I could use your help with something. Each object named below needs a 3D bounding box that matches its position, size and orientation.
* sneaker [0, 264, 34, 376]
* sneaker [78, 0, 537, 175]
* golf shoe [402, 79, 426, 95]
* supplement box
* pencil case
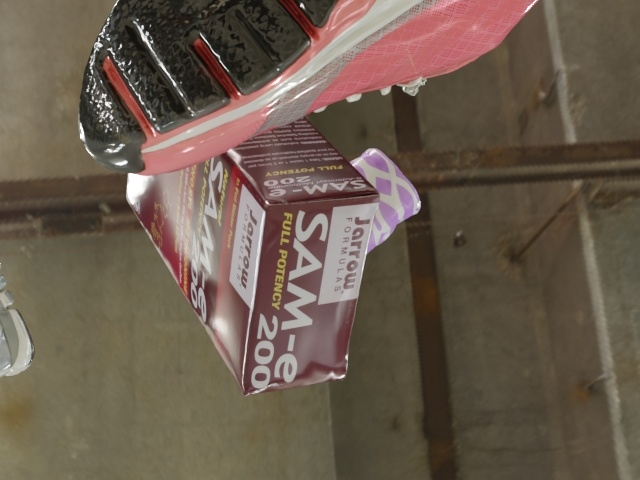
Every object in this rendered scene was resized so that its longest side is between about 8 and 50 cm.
[{"bbox_3d":[-0.376,0.046,0.983,0.132,0.086,0.229,-29,-83,-38],"label":"sneaker"},{"bbox_3d":[0.028,-0.111,0.517,0.313,0.136,0.116,-32,-128,7],"label":"sneaker"},{"bbox_3d":[0.139,-0.282,1.523,0.086,0.069,0.176,29,-144,11],"label":"golf shoe"},{"bbox_3d":[-0.055,-0.028,0.654,0.073,0.130,0.239,-7,-147,-26],"label":"supplement box"},{"bbox_3d":[0.000,0.000,0.988,0.206,0.088,0.086,-37,-109,-8],"label":"pencil case"}]
